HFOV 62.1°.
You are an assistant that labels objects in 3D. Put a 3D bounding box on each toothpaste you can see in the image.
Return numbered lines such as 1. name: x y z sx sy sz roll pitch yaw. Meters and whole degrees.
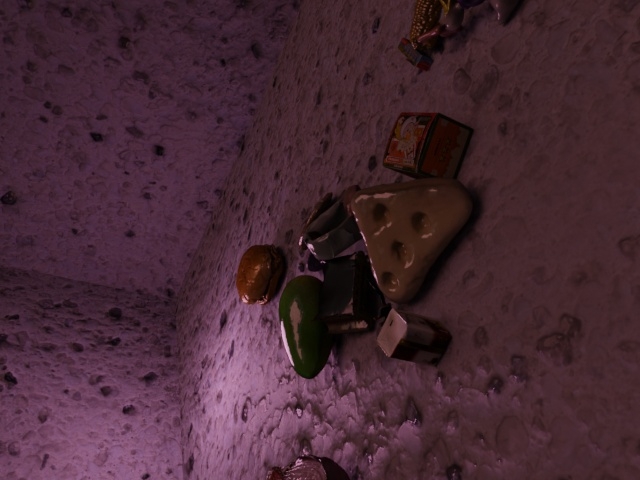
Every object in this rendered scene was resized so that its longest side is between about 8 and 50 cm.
1. toothpaste: 0.316 -0.648 1.835 0.044 0.070 0.193 -61 29 29

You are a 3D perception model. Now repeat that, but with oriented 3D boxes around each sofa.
1. sofa: 0.099 0.173 1.749 0.200 0.182 0.259 -14 62 41

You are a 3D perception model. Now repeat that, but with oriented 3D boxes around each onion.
1. onion: -0.022 0.774 1.600 0.348 0.159 0.267 7 71 63

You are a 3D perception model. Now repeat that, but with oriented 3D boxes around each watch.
1. watch: 0.061 -0.042 1.767 0.241 0.162 0.253 -32 17 17

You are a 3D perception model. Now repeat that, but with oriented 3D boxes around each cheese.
1. cheese: 0.276 -0.008 1.465 0.328 0.129 0.351 -16 96 28

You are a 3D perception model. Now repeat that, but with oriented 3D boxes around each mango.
1. mango: -0.044 0.298 1.871 0.225 0.201 0.382 -35 48 41

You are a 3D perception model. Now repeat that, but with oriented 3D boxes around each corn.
1. corn: 0.377 -0.807 1.754 0.120 0.120 0.364 18 93 64

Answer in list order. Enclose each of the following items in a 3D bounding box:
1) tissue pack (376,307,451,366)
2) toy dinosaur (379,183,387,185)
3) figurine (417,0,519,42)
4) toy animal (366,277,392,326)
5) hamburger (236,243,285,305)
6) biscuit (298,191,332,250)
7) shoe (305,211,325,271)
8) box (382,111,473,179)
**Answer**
1. tissue pack: 0.242 0.253 1.377 0.106 0.148 0.099 -67 26 15
2. toy dinosaur: 0.226 -0.075 1.632 0.194 0.177 0.152 -50 23 -14
3. figurine: 0.456 -0.696 1.511 0.420 0.154 0.193 -2 108 55
4. toy animal: 0.195 0.207 1.559 0.220 0.062 0.108 54 157 28
5. hamburger: -0.291 0.150 2.500 0.318 0.158 0.319 -40 41 47
6. biscuit: -0.033 -0.070 2.157 0.290 0.038 0.141 -63 -12 22
7. shoe: 0.000 0.000 2.083 0.245 0.095 0.137 -64 24 12
8. box: 0.305 -0.271 1.553 0.195 0.148 0.178 31 102 63
